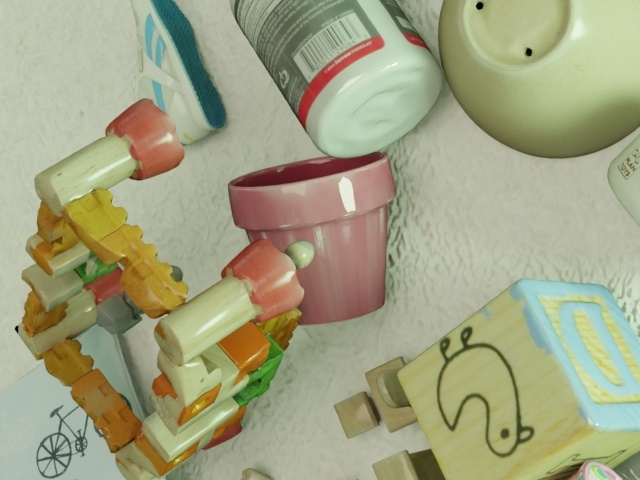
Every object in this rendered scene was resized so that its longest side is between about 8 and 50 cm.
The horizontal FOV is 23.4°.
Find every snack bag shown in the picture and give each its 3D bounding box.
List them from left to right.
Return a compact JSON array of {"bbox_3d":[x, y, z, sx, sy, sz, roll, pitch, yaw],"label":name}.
[{"bbox_3d":[-0.343,0.317,2.048,0.323,0.037,0.342,-35,63,22],"label":"snack bag"}]

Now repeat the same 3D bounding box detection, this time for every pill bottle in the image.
[{"bbox_3d":[-0.002,-0.269,1.862,0.176,0.176,0.318,-40,63,17],"label":"pill bottle"}]

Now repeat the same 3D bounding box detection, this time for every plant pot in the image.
[{"bbox_3d":[0.000,0.000,1.863,0.201,0.201,0.180,-5,102,24],"label":"plant pot"},{"bbox_3d":[0.251,-0.242,1.753,0.284,0.191,0.284,-1,87,23],"label":"plant pot"}]

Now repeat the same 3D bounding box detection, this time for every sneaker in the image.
[{"bbox_3d":[-0.208,-0.231,2.012,0.092,0.087,0.229,-27,76,23],"label":"sneaker"}]

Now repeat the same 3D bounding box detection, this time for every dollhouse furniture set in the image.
[{"bbox_3d":[-0.003,0.347,1.849,0.355,0.174,0.303,-27,77,20],"label":"dollhouse furniture set"}]

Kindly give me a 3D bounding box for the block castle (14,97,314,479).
[{"bbox_3d":[-0.184,0.071,1.819,0.303,0.213,0.453,49,151,15],"label":"block castle"}]

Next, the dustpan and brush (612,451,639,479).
[{"bbox_3d":[0.369,0.184,1.752,0.147,0.060,0.211,41,103,20],"label":"dustpan and brush"}]

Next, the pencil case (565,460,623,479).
[{"bbox_3d":[0.230,0.362,1.670,0.284,0.124,0.124,-44,72,24],"label":"pencil case"}]

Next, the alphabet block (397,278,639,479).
[{"bbox_3d":[0.240,0.173,1.705,0.197,0.193,0.192,-42,59,31],"label":"alphabet block"}]

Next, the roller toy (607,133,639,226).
[{"bbox_3d":[0.410,-0.048,1.672,0.146,0.191,0.209,-45,72,17],"label":"roller toy"}]

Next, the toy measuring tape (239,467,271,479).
[{"bbox_3d":[-0.150,0.446,1.943,0.121,0.121,0.330,38,97,20],"label":"toy measuring tape"}]
